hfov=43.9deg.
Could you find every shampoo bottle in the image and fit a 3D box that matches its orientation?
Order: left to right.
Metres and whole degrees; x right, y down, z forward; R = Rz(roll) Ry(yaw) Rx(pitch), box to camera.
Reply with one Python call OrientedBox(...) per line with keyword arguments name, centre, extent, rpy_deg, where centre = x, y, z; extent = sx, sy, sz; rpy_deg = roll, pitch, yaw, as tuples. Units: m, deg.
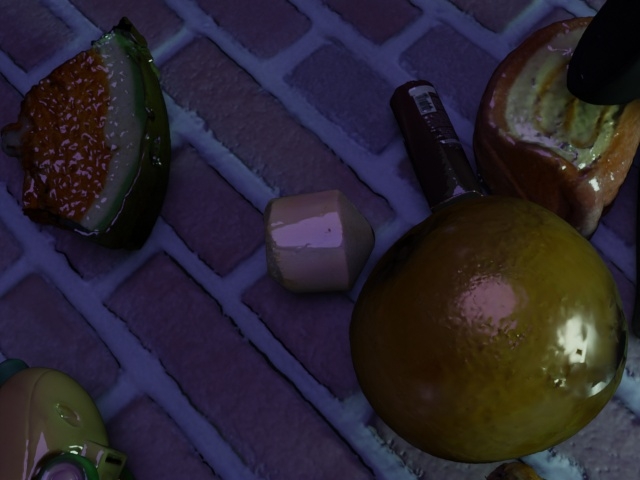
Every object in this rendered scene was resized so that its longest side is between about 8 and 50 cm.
OrientedBox(name="shampoo bottle", centre=(0.148, -0.079, 0.936), extent=(0.068, 0.067, 0.236), rpy_deg=(-20, 66, 6))

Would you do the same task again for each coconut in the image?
OrientedBox(name="coconut", centre=(0.000, 0.000, 0.890), extent=(0.122, 0.116, 0.116), rpy_deg=(-4, 66, 1))

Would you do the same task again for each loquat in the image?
OrientedBox(name="loquat", centre=(0.152, 0.082, 0.760), extent=(0.263, 0.263, 0.262), rpy_deg=(-2, 67, 4))

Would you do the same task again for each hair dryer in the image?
OrientedBox(name="hair dryer", centre=(0.428, -0.203, 0.866), extent=(0.321, 0.155, 0.284), rpy_deg=(22, 46, -18))

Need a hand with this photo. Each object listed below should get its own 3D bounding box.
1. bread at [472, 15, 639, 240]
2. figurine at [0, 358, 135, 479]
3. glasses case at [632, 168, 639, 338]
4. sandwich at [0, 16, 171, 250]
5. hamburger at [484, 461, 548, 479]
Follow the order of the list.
OrientedBox(name="bread", centre=(0.284, -0.144, 0.918), extent=(0.190, 0.123, 0.244), rpy_deg=(28, 71, 10))
OrientedBox(name="figurine", centre=(-0.328, 0.282, 0.789), extent=(0.222, 0.124, 0.324), rpy_deg=(18, 73, 12))
OrientedBox(name="glasses case", centre=(0.424, -0.034, 0.885), extent=(0.131, 0.074, 0.323), rpy_deg=(8, 68, 7))
OrientedBox(name="sandwich", centre=(-0.275, -0.104, 0.964), extent=(0.212, 0.109, 0.292), rpy_deg=(-21, 64, 3))
OrientedBox(name="hamburger", centre=(0.206, 0.312, 0.667), extent=(0.211, 0.245, 0.260), rpy_deg=(26, 63, 14))
